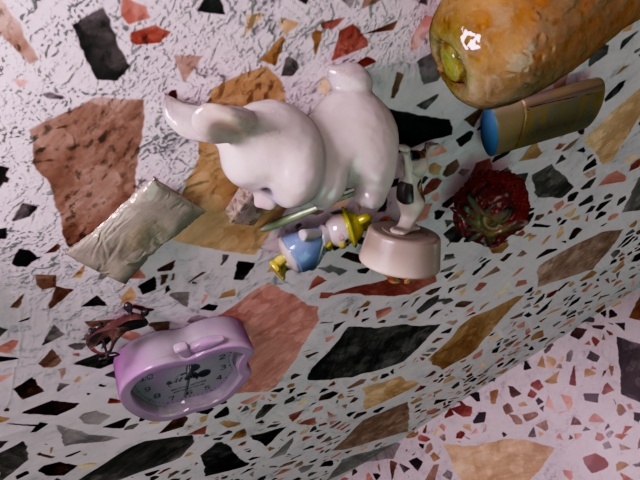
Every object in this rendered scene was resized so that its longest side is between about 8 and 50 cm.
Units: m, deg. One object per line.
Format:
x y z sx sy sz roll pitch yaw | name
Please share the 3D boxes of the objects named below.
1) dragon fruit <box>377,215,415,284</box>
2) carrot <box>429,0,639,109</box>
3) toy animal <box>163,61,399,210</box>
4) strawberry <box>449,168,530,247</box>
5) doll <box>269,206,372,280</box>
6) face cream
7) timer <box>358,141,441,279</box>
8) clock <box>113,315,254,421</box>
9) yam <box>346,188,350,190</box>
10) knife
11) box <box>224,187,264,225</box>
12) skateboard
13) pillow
0.184 0.018 1.429 0.150 0.133 0.207 -50 130 -13 | dragon fruit
0.349 -0.361 0.953 0.341 0.224 0.224 -29 146 -3 | carrot
-0.054 -0.171 0.962 0.368 0.196 0.241 -5 102 -32 | toy animal
0.405 -0.091 1.406 0.201 0.184 0.186 -51 127 -38 | strawberry
0.000 0.001 1.298 0.241 0.098 0.135 -24 125 -1 | doll
0.473 -0.265 1.297 0.285 0.067 0.139 -18 144 -15 | face cream
0.185 -0.072 1.245 0.175 0.175 0.265 -3 110 -31 | timer
-0.334 0.314 1.478 0.339 0.102 0.338 -18 144 -14 | clock
0.047 -0.134 1.174 0.179 0.078 0.078 -19 145 -14 | yam
0.004 -0.071 1.214 0.293 0.019 0.043 -20 -176 21 | knife
-0.136 -0.075 1.153 0.062 0.045 0.098 5 133 -40 | box
-0.435 0.202 1.281 0.151 0.080 0.067 -32 152 10 | skateboard
-0.334 -0.016 1.093 0.230 0.050 0.148 -39 148 12 | pillow
